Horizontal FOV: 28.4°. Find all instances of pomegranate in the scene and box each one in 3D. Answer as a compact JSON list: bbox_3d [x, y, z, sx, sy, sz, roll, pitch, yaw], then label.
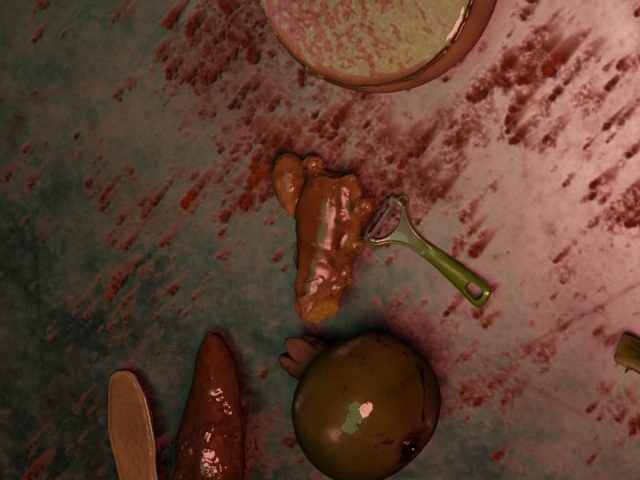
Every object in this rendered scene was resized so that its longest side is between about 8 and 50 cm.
[{"bbox_3d":[0.032,0.186,1.474,0.211,0.179,0.179,18,108,14],"label":"pomegranate"}]

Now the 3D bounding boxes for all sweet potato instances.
[{"bbox_3d":[-0.143,0.289,1.591,0.092,0.114,0.341,1,107,-19],"label":"sweet potato"}]

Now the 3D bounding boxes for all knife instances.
[{"bbox_3d":[0.132,0.016,1.482,0.166,0.022,0.078,37,118,8],"label":"knife"}]

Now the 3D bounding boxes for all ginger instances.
[{"bbox_3d":[0.011,-0.008,1.486,0.115,0.081,0.205,-11,93,6],"label":"ginger"}]

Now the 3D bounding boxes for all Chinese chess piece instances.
[{"bbox_3d":[0.062,-0.296,1.382,0.270,0.112,0.269,4,103,17],"label":"Chinese chess piece"}]

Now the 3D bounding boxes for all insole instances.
[{"bbox_3d":[-0.241,0.291,1.655,0.081,0.011,0.247,-8,94,35],"label":"insole"}]

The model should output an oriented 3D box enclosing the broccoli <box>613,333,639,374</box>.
[{"bbox_3d":[0.419,0.159,1.390,0.204,0.118,0.122,22,130,26],"label":"broccoli"}]
